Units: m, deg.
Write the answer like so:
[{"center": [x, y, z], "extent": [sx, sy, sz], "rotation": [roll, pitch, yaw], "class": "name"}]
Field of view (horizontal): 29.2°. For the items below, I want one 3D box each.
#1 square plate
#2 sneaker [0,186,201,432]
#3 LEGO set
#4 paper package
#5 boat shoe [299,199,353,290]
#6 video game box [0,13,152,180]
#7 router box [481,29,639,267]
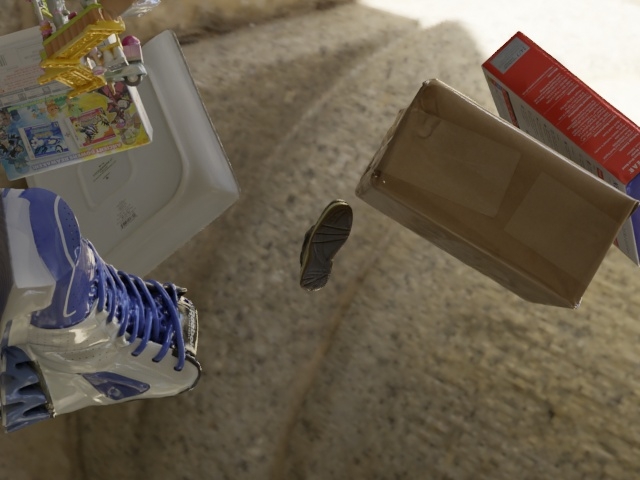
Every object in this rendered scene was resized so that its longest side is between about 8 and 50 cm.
[{"center": [-0.304, -0.100, 1.834], "extent": [0.347, 0.344, 0.049], "rotation": [-38, 145, 20], "class": "square plate"}, {"center": [-0.190, 0.059, 1.062], "extent": [0.182, 0.127, 0.315], "rotation": [-6, 151, -15], "class": "sneaker"}, {"center": [-0.252, -0.240, 1.307], "extent": [0.132, 0.287, 0.107], "rotation": [-17, 82, -13], "class": "LEGO set"}, {"center": [0.227, -0.059, 1.701], "extent": [0.324, 0.309, 0.168], "rotation": [30, 88, -2], "class": "paper package"}, {"center": [0.000, 0.000, 1.690], "extent": [0.056, 0.049, 0.152], "rotation": [6, 127, -26], "class": "boat shoe"}, {"center": [-0.344, -0.188, 1.599], "extent": [0.205, 0.048, 0.187], "rotation": [-14, 120, 6], "class": "video game box"}, {"center": [0.407, -0.135, 1.916], "extent": [0.082, 0.301, 0.335], "rotation": [-43, 153, -2], "class": "router box"}]
